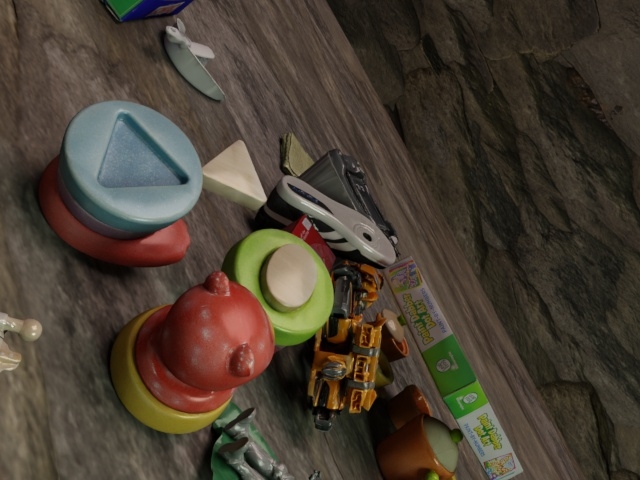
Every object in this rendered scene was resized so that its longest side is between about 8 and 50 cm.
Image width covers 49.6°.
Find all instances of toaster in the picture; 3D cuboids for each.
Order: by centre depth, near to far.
[{"bbox_3d":[0.029,-0.031,1.178,0.227,0.146,0.129,63,19,14],"label":"toaster"}]

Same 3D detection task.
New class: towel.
[{"bbox_3d":[-0.039,-0.147,1.381,0.110,0.027,0.148,49,20,-30],"label":"towel"}]

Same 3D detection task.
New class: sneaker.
[{"bbox_3d":[0.000,0.000,1.070,0.217,0.121,0.079,34,31,-12],"label":"sneaker"}]

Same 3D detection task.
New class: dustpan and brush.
[{"bbox_3d":[-0.214,-0.307,1.117,0.147,0.060,0.211,60,18,3],"label":"dustpan and brush"}]

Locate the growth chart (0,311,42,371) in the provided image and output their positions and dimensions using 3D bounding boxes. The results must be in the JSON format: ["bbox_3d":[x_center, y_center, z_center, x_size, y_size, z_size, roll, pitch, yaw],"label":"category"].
[{"bbox_3d":[-0.250,0.097,0.350,0.172,0.021,0.237,25,31,-23],"label":"growth chart"}]

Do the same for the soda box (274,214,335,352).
[{"bbox_3d":[-0.056,0.057,0.895,0.083,0.092,0.263,55,18,-9],"label":"soda box"}]

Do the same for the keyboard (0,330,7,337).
[{"bbox_3d":[-0.263,0.082,0.422,0.100,0.038,0.192,26,31,-19],"label":"keyboard"}]

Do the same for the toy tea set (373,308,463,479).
[{"bbox_3d":[0.148,0.244,1.083,0.200,0.124,0.336,33,31,-53],"label":"toy tea set"}]

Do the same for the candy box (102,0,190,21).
[{"bbox_3d":[-0.182,-0.481,1.066,0.122,0.317,0.268,53,17,-13],"label":"candy box"}]

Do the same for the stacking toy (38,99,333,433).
[{"bbox_3d":[-0.095,-0.008,0.671,0.279,0.130,0.309,-20,76,-45],"label":"stacking toy"}]

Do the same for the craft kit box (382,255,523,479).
[{"bbox_3d":[0.188,0.184,0.996,0.247,0.061,0.250,54,9,-39],"label":"craft kit box"}]

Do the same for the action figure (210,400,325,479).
[{"bbox_3d":[-0.023,0.275,0.690,0.232,0.063,0.137,57,14,-18],"label":"action figure"}]

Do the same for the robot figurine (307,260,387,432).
[{"bbox_3d":[0.038,0.124,0.905,0.291,0.085,0.211,-65,163,-80],"label":"robot figurine"}]
